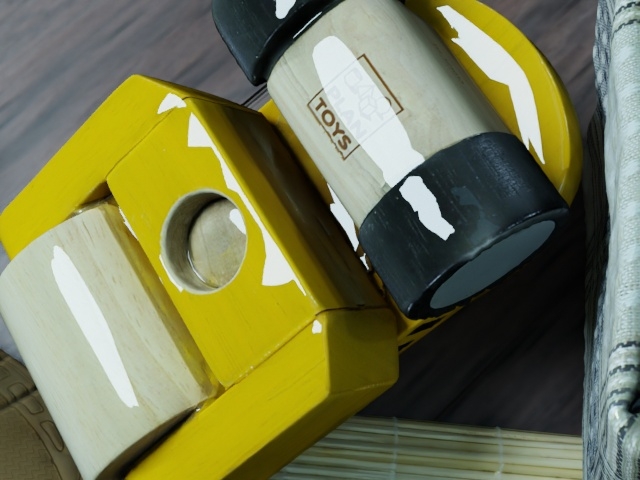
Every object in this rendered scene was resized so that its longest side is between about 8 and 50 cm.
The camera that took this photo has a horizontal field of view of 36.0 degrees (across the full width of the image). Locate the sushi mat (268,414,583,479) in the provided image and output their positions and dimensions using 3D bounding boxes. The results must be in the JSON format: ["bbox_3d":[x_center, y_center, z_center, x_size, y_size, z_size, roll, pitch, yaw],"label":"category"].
[{"bbox_3d":[0.036,0.180,0.593,0.316,0.019,0.152,5,71,1],"label":"sushi mat"}]

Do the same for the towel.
[{"bbox_3d":[0.153,-0.017,0.499,0.056,0.312,0.324,2,67,17],"label":"towel"}]

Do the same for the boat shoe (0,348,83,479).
[{"bbox_3d":[-0.286,0.099,0.582,0.341,0.121,0.110,27,107,9],"label":"boat shoe"}]

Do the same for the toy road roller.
[{"bbox_3d":[0.000,0.000,0.583,0.329,0.240,0.203,-40,70,19],"label":"toy road roller"}]
